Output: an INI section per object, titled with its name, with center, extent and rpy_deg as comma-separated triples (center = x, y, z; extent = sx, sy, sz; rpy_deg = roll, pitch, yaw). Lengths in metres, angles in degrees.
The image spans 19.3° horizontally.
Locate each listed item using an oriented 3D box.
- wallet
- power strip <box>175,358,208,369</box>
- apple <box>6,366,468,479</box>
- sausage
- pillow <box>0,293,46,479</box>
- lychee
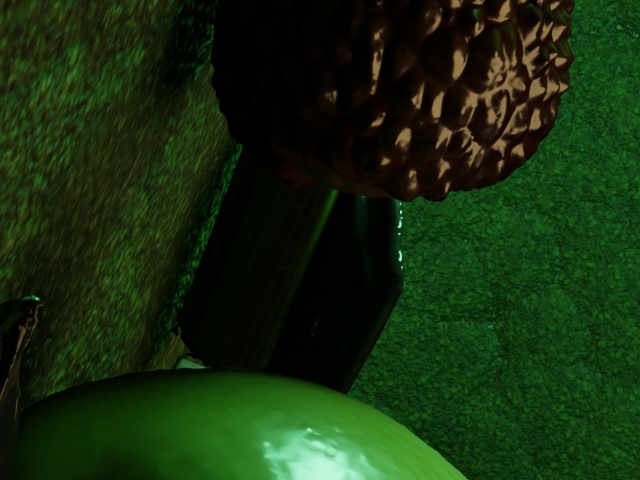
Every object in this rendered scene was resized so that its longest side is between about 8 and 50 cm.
[wallet]
center = 0.000, 0.000, 1.328
extent = 0.323, 0.041, 0.247
rpy_deg = -92, -157, -47
[power strip]
center = -0.143, 0.226, 1.500
extent = 0.338, 0.058, 0.098
rpy_deg = -63, 176, -11
[apple]
center = -0.071, 0.181, 0.819
extent = 0.295, 0.233, 0.258
rpy_deg = -48, 148, -9
[sausage]
center = -0.006, -0.083, 1.217
extent = 0.082, 0.082, 0.371
rpy_deg = -58, 171, -63
[pillow]
center = -0.137, 0.085, 0.652
extent = 0.150, 0.048, 0.090
rpy_deg = 115, 0, -54
[lychee]
center = 0.033, -0.109, 0.899
extent = 0.188, 0.188, 0.188
rpy_deg = 25, 90, -87
